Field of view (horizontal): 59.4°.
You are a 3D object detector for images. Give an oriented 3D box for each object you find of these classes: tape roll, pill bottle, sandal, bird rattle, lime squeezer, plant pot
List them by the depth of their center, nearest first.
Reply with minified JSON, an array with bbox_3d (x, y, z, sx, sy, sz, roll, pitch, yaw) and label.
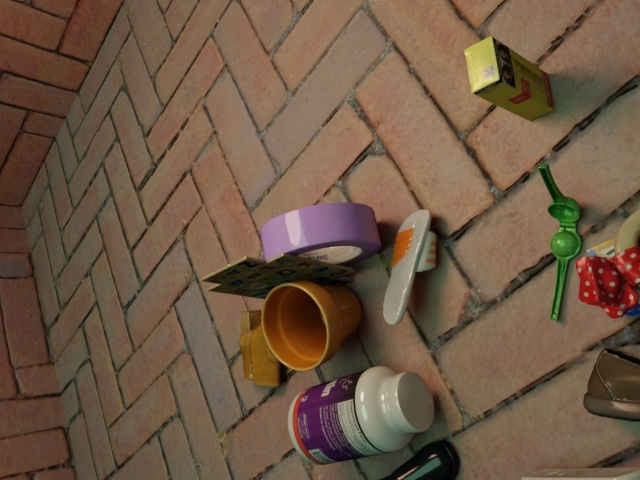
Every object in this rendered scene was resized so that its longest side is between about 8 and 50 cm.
[{"bbox_3d":[0.551,0.036,0.898,0.253,0.143,0.207,6,68,39],"label":"bird rattle"},{"bbox_3d":[0.441,-0.008,1.020,0.058,0.110,0.311,0,117,28],"label":"lime squeezer"},{"bbox_3d":[0.207,0.063,1.246,0.102,0.076,0.266,3,76,65],"label":"sandal"},{"bbox_3d":[0.088,0.390,1.259,0.322,0.181,0.182,-29,67,38],"label":"pill bottle"},{"bbox_3d":[0.000,0.000,1.314,0.274,0.274,0.090,-23,69,40],"label":"tape roll"},{"bbox_3d":[-0.004,0.186,1.347,0.205,0.187,0.205,8,102,38],"label":"plant pot"}]

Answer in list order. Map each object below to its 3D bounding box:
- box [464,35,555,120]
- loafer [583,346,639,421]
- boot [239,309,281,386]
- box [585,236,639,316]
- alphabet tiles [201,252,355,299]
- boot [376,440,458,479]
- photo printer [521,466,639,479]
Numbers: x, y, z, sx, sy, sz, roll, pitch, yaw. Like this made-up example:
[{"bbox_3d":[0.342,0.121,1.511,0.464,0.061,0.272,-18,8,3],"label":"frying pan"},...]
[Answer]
[{"bbox_3d":[0.352,-0.291,1.031,0.058,0.232,0.088,-16,74,42],"label":"box"},{"bbox_3d":[0.564,0.212,0.830,0.365,0.133,0.130,-11,72,51],"label":"loafer"},{"bbox_3d":[-0.121,0.293,1.537,0.295,0.104,0.212,-12,83,48],"label":"boot"},{"bbox_3d":[0.530,0.062,0.972,0.081,0.028,0.136,-33,63,36],"label":"box"},{"bbox_3d":[-0.096,0.094,1.352,0.285,0.342,0.011,-25,62,40],"label":"alphabet tiles"},{"bbox_3d":[0.152,0.523,1.168,0.246,0.207,0.094,-51,54,27],"label":"boot"},{"bbox_3d":[0.464,0.524,0.883,0.256,0.107,0.308,127,131,-61],"label":"photo printer"}]
